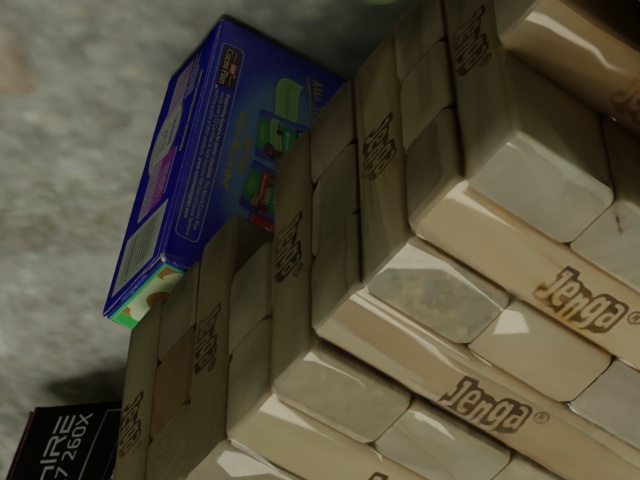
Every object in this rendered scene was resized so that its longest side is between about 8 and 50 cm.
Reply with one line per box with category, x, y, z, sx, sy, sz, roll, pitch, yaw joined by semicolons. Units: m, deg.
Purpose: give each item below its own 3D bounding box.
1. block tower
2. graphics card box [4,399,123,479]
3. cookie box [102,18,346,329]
block tower;0.081;-0.040;0.412;0.091;0.097;0.335;30;121;-22
graphics card box;0.083;0.136;0.649;0.371;0.094;0.233;-9;141;38
cookie box;0.000;0.000;0.552;0.107;0.092;0.040;26;142;-19
